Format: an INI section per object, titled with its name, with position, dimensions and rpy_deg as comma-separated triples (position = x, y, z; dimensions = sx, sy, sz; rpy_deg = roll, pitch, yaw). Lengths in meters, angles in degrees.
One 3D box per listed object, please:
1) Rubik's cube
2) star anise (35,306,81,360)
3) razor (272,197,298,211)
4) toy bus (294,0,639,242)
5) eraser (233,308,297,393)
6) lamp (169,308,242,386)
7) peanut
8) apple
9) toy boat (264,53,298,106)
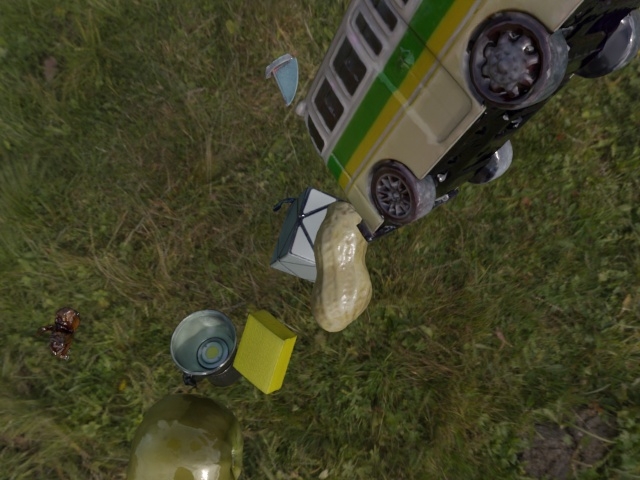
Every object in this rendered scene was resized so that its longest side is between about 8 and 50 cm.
[Rubik's cube]
position = 0.000, 0.000, 1.413
dimensions = 0.207, 0.205, 0.205
rpy_deg = 21, 72, -15
[star anise]
position = -0.509, 0.174, 0.980
dimensions = 0.070, 0.190, 0.098
rpy_deg = 22, 68, -17
[razor]
position = -0.114, -0.117, 1.602
dimensions = 0.044, 0.154, 0.028
rpy_deg = -47, 109, -31
[toy bus]
position = 0.108, -0.152, 0.395
dimensions = 0.143, 0.305, 0.179
rpy_deg = -25, 74, -33
[eraser]
position = -0.104, 0.206, 0.941
dimensions = 0.097, 0.045, 0.123
rpy_deg = 30, 112, 32
[lamp]
position = -0.251, 0.276, 1.175
dimensions = 0.171, 0.227, 0.147
rpy_deg = -26, 60, -12
[peanut]
position = 0.045, 0.054, 0.992
dimensions = 0.123, 0.123, 0.257
rpy_deg = 7, 95, 9
[apple]
position = -0.300, 0.478, 1.133
dimensions = 0.262, 0.262, 0.263
rpy_deg = -2, 76, 7
[toy boat]
position = -0.083, -0.395, 1.260
dimensions = 0.096, 0.034, 0.122
rpy_deg = -29, 78, 22
